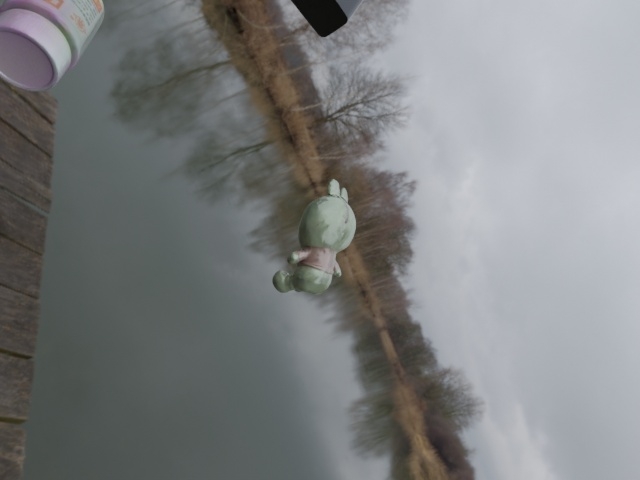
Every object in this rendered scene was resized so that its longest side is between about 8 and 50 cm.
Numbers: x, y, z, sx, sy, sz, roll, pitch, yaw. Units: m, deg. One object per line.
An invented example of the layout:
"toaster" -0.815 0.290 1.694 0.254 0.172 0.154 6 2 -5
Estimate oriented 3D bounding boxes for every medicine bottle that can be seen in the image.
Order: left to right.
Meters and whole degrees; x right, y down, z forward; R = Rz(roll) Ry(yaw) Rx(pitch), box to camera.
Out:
"medicine bottle" -0.813 -0.635 1.306 0.219 0.219 0.388 62 23 -49

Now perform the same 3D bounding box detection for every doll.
"doll" 0.006 0.007 0.960 0.155 0.275 0.113 27 0 -43

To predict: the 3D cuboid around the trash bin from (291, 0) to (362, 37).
"trash bin" 0.028 -0.586 0.966 0.165 0.115 0.225 43 59 -31
